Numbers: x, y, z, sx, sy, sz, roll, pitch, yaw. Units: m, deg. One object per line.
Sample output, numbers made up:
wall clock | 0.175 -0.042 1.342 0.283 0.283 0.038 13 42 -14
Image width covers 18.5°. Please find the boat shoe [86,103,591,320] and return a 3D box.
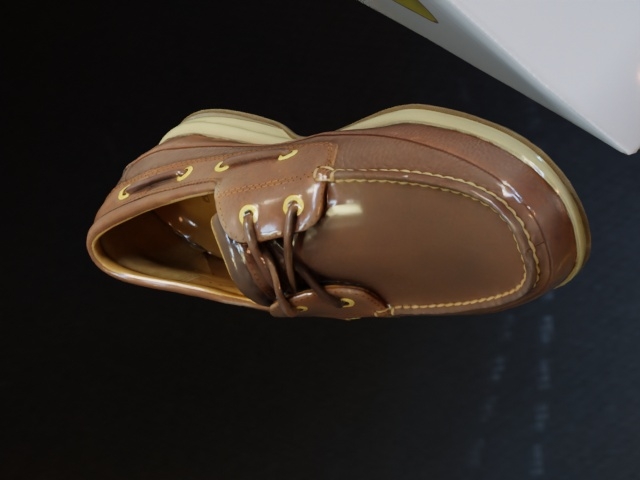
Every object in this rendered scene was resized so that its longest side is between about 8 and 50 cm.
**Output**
boat shoe | 0.000 0.000 0.579 0.060 0.178 0.064 -38 118 -35

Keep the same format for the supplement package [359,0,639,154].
supplement package | 0.026 -0.178 0.468 0.199 0.262 0.198 40 93 -19
